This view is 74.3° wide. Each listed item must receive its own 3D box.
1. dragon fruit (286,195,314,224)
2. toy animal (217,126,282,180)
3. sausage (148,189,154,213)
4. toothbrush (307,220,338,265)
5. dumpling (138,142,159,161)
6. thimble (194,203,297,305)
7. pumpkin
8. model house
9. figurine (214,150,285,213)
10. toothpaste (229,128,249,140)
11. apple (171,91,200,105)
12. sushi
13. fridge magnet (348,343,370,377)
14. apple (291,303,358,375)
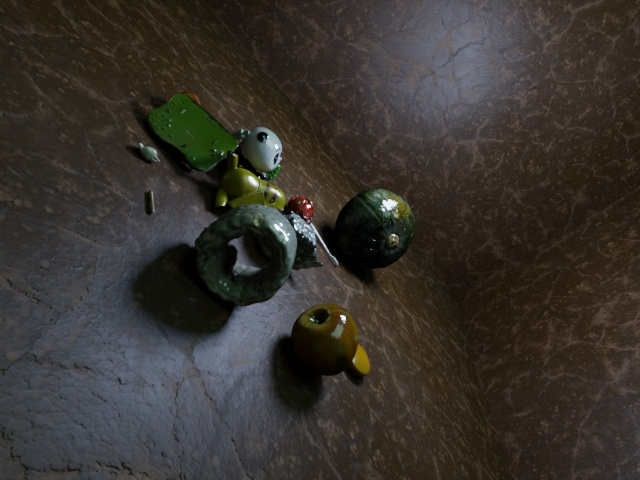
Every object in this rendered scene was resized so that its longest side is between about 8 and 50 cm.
[{"bbox_3d":[-0.089,-0.146,2.014,0.136,0.133,0.165,41,22,-46],"label":"dragon fruit"},{"bbox_3d":[-0.270,-0.334,1.755,0.212,0.267,0.212,49,17,-21],"label":"toy animal"},{"bbox_3d":[-0.505,-0.115,1.259,0.015,0.015,0.100,29,32,-47],"label":"sausage"},{"bbox_3d":[0.000,0.000,2.117,0.307,0.025,0.029,56,13,6],"label":"toothbrush"},{"bbox_3d":[-0.560,-0.287,1.381,0.077,0.043,0.059,17,22,-33],"label":"dumpling"},{"bbox_3d":[-0.220,0.034,1.261,0.291,0.291,0.195,48,15,-14],"label":"thimble"},{"bbox_3d":[0.297,-0.058,2.273,0.454,0.454,0.344,33,13,-42],"label":"pumpkin"},{"bbox_3d":[-0.485,-0.373,1.588,0.294,0.154,0.207,43,65,-3],"label":"model house"},{"bbox_3d":[-0.276,-0.171,1.624,0.327,0.169,0.218,27,74,-36],"label":"figurine"},{"bbox_3d":[-0.384,-0.405,1.688,0.060,0.234,0.037,-40,118,-66],"label":"toothpaste"},{"bbox_3d":[-0.540,-0.535,1.698,0.101,0.126,0.126,70,22,-1],"label":"apple"},{"bbox_3d":[-0.110,0.009,1.650,0.274,0.184,0.139,39,27,-39],"label":"sushi"},{"bbox_3d":[0.140,0.458,1.638,0.143,0.063,0.143,42,25,-25],"label":"fridge magnet"},{"bbox_3d":[0.021,0.327,1.383,0.237,0.237,0.207,-75,152,-64],"label":"apple"}]
